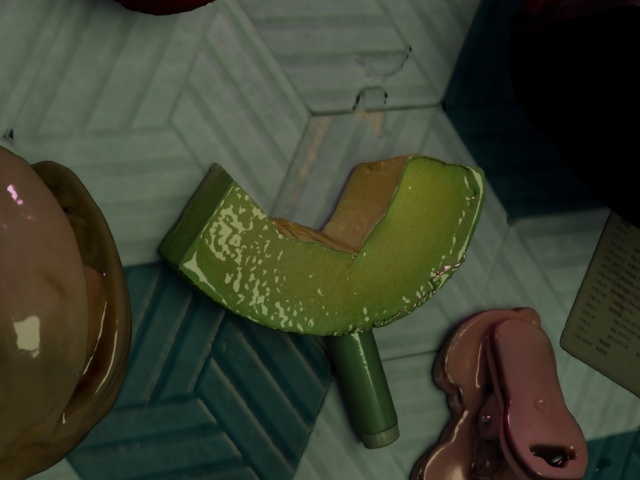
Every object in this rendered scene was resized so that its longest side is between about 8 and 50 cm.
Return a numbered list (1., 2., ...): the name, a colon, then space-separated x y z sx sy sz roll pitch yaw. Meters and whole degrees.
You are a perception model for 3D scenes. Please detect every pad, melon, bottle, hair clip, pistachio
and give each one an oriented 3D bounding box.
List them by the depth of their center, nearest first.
1. pistachio: -0.165 0.041 0.802 0.124 0.124 0.184 8 70 -30
2. melon: 0.000 0.000 0.925 0.210 0.064 0.118 4 88 -28
3. bottle: 0.028 0.093 0.957 0.030 0.030 0.083 -22 101 -29
4. hair clip: 0.121 0.126 1.012 0.123 0.102 0.138 6 54 -32
5. pad: 0.304 0.067 1.131 0.265 0.009 0.159 31 75 -26

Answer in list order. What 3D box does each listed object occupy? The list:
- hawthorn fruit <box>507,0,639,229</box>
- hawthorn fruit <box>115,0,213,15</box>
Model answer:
1. hawthorn fruit: 0.269 -0.131 0.959 0.316 0.316 0.315 0 89 -30
2. hawthorn fruit: -0.089 -0.201 0.812 0.148 0.172 0.148 -1 96 -8
